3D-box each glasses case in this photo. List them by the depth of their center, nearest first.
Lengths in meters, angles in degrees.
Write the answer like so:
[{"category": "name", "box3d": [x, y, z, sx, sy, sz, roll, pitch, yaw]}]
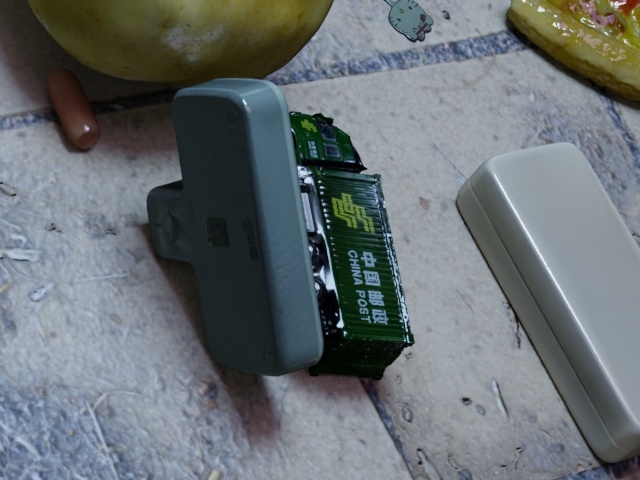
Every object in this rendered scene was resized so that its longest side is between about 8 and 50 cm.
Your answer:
[{"category": "glasses case", "box3d": [0.277, 0.059, 2.013, 0.144, 0.076, 0.336, -12, 65, -35]}]

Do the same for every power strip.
[{"category": "power strip", "box3d": [-0.086, -0.015, 1.775, 0.059, 0.193, 0.265, -17, 105, -36]}]

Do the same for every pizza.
[{"category": "pizza", "box3d": [0.339, -0.300, 2.308, 0.280, 0.075, 0.288, 22, 50, -18]}]

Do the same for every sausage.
[{"category": "sausage", "box3d": [-0.237, -0.127, 1.866, 0.034, 0.034, 0.083, -10, 63, -36]}]

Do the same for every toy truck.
[{"category": "toy truck", "box3d": [0.000, 0.000, 1.884, 0.121, 0.088, 0.259, 5, 57, -27]}]

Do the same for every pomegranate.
[{"category": "pomegranate", "box3d": [-0.137, -0.301, 1.872, 0.332, 0.332, 0.333, 16, 52, -21]}]

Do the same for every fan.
[{"category": "fan", "box3d": [0.089, -0.257, 2.174, 0.083, 0.004, 0.056, 39, 48, -1]}]
